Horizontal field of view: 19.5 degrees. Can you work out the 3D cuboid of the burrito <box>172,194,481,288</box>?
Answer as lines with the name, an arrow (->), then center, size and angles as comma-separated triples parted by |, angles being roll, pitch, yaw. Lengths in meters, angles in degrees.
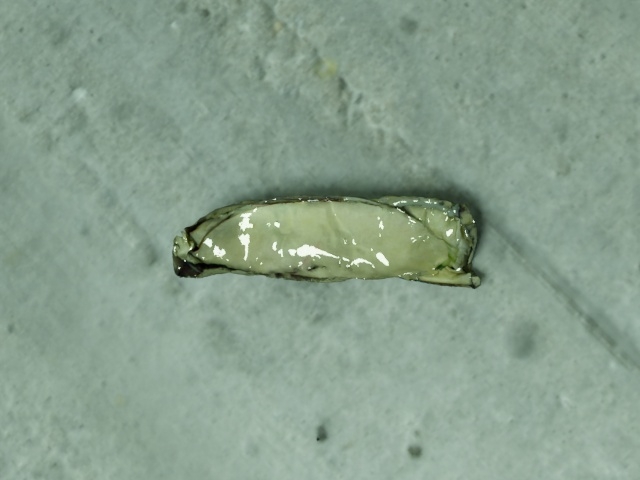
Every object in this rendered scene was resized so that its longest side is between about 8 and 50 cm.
burrito -> 0.001, 0.001, 1.303 | 0.229, 0.063, 0.058 | 2, 62, 17
